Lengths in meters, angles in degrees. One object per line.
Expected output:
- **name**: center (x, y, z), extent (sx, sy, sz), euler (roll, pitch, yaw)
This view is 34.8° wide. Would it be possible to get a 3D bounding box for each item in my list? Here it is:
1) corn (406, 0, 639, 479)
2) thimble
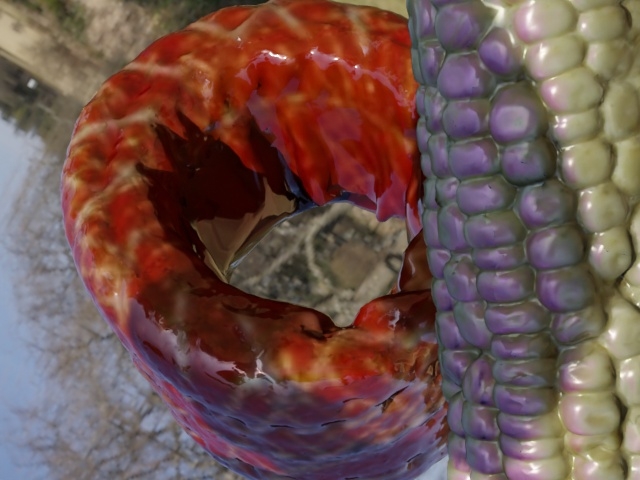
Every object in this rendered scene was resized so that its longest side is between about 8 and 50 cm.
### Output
- **corn**: center (0.104, 0.019, 0.432), extent (0.126, 0.335, 0.127), euler (-7, -166, 2)
- **thimble**: center (0.000, 0.000, 0.760), extent (0.350, 0.350, 0.231), euler (33, 158, 27)
